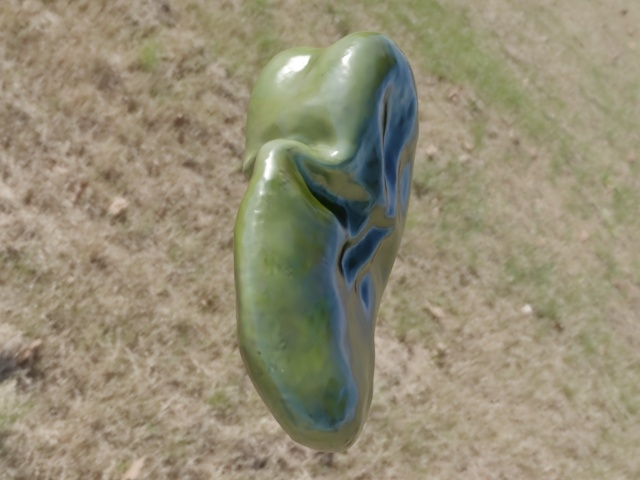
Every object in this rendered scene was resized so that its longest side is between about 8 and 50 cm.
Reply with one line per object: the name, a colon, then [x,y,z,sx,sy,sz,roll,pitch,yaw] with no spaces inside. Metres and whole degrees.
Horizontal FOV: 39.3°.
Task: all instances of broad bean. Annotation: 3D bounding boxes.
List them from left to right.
broad bean: [0.003,0.000,0.449,0.153,0.072,0.207,36,58,-58]
